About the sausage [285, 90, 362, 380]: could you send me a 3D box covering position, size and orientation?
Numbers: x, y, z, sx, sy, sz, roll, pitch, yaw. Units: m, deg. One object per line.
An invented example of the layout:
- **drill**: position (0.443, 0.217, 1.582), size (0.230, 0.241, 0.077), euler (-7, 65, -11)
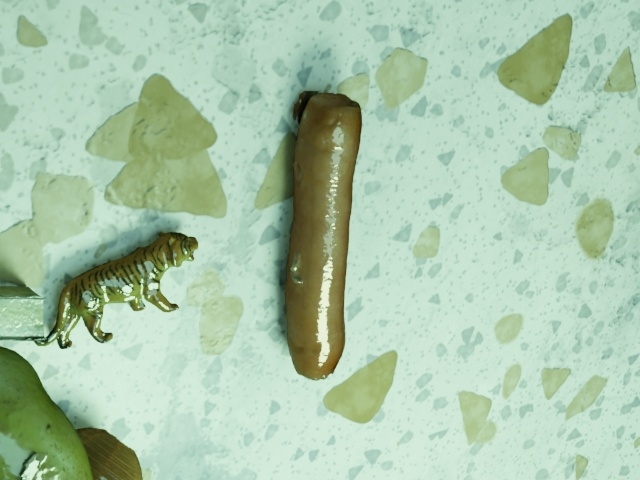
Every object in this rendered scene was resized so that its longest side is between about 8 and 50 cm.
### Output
- **sausage**: position (0.000, 0.000, 1.695), size (0.094, 0.094, 0.419), euler (-4, 114, -16)

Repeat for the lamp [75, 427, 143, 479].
- **lamp**: position (-0.302, 0.313, 1.610), size (0.136, 0.136, 0.136), euler (-15, 119, -28)

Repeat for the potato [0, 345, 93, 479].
- **potato**: position (-0.383, 0.282, 1.470), size (0.218, 0.202, 0.351), euler (-30, 97, 8)

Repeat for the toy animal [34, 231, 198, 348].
- **toy animal**: position (-0.261, 0.065, 1.577), size (0.241, 0.057, 0.099), euler (-23, 116, -21)

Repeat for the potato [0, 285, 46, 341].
- **potato**: position (-0.396, 0.088, 1.478), size (0.122, 0.086, 0.061), euler (3, 96, -33)
